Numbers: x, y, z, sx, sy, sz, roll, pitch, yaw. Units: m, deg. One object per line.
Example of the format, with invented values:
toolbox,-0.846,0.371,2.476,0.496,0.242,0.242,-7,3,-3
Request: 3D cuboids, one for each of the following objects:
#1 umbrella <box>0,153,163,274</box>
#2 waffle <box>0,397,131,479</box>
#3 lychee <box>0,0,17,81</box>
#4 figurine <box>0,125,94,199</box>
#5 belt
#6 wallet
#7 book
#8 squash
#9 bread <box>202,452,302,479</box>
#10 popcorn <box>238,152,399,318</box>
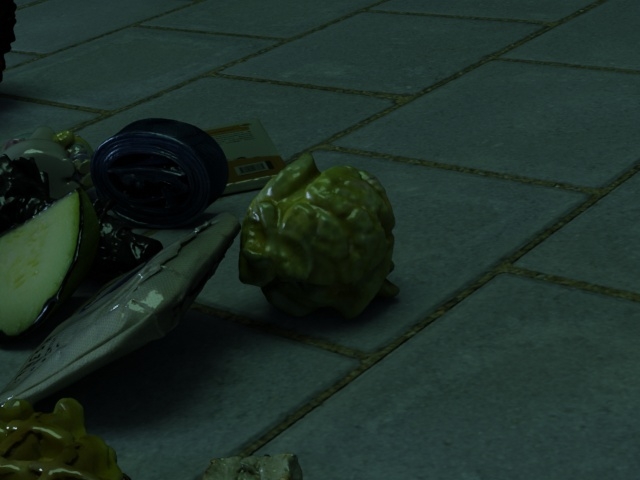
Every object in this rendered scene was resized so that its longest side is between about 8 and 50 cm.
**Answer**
umbrella,-0.347,-0.035,1.593,0.337,0.154,0.128,7,41,32
waffle,-0.316,0.262,0.995,0.382,0.095,0.380,-21,28,-23
lychee,-0.764,-0.408,2.283,0.500,0.424,0.424,34,43,30
figurine,-0.416,-0.112,1.834,0.155,0.127,0.235,-30,23,-5
belt,-0.227,-0.092,1.704,0.190,0.141,0.082,7,25,19
wallet,-0.220,0.073,1.321,0.275,0.068,0.335,-26,12,25
book,-0.172,-0.126,1.918,0.208,0.020,0.295,-11,23,-8
squash,-0.331,0.057,1.486,0.192,0.085,0.184,-29,46,22
bread,-0.055,0.220,1.023,0.083,0.070,0.076,-6,22,10
popcorn,0.000,0.001,1.397,0.185,0.187,0.167,9,62,14
